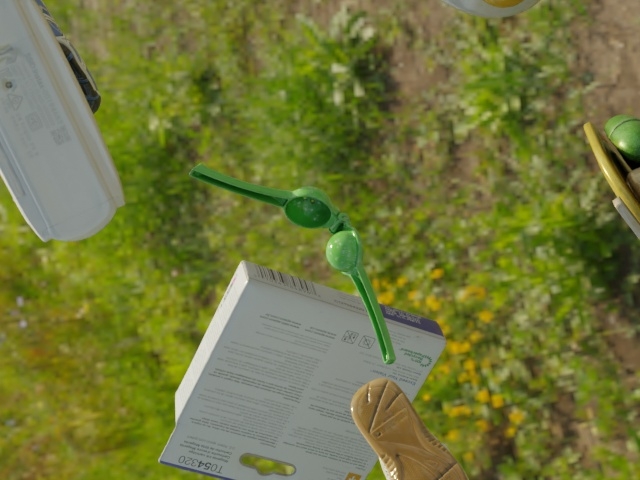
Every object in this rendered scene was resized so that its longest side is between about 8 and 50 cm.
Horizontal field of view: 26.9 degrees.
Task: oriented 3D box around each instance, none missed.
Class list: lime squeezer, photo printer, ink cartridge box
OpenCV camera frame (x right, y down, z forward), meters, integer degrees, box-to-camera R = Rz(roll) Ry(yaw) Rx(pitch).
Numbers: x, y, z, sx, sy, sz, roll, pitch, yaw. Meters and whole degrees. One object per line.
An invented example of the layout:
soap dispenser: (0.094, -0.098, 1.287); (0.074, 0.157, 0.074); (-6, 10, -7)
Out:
lime squeezer: (0.000, 0.000, 1.510); (0.310, 0.110, 0.059); (45, 122, 7)
photo printer: (-0.301, -0.136, 1.387); (0.256, 0.107, 0.307); (66, 171, -12)
ink cartridge box: (-0.032, 0.218, 1.955); (0.330, 0.324, 0.071); (-61, 24, 23)

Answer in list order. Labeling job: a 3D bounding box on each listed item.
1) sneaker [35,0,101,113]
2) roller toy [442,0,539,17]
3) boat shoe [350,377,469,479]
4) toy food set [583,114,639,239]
sneaker: (-0.329, -0.237, 1.581); (0.080, 0.081, 0.211); (-26, 114, 26)
roller toy: (0.209, -0.380, 1.611); (0.191, 0.209, 0.146); (41, 155, 9)
boat shoe: (0.135, 0.299, 1.691); (0.277, 0.098, 0.096); (62, -174, 35)
toy food set: (0.279, -0.044, 1.071); (0.128, 0.071, 0.218); (50, -163, -17)
